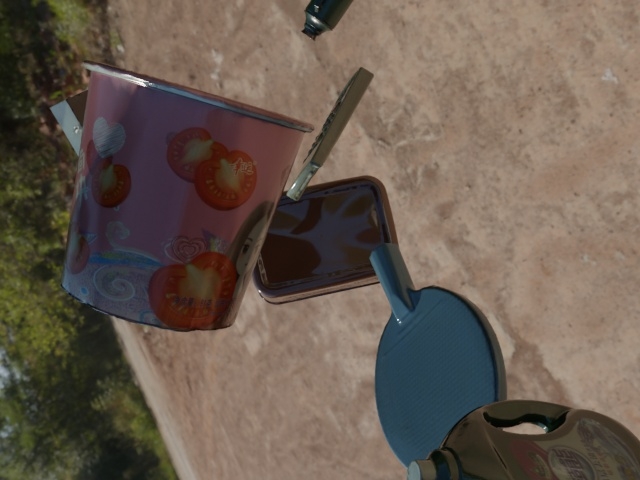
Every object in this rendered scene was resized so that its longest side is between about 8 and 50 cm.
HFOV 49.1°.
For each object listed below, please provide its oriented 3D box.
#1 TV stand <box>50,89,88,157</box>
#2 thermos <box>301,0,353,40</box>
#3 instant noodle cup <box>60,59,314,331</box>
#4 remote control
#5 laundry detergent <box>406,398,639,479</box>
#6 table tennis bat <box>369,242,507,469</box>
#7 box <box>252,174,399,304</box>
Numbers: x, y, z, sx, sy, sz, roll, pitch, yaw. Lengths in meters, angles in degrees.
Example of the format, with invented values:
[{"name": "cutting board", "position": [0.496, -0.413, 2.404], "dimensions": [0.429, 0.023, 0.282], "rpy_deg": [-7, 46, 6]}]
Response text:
[{"name": "TV stand", "position": [-0.333, -0.123, 1.167], "dimensions": [0.083, 0.088, 0.269], "rpy_deg": [-1, 121, 53]}, {"name": "thermos", "position": [0.030, -0.474, 1.361], "dimensions": [0.073, 0.187, 0.083], "rpy_deg": [30, -166, -25]}, {"name": "instant noodle cup", "position": [-0.154, -0.046, 0.741], "dimensions": [0.243, 0.243, 0.231], "rpy_deg": [29, 105, 58]}, {"name": "remote control", "position": [0.016, -0.197, 1.279], "dimensions": [0.038, 0.285, 0.123], "rpy_deg": [32, 145, -6]}, {"name": "laundry detergent", "position": [0.163, 0.181, 0.555], "dimensions": [0.137, 0.211, 0.063], "rpy_deg": [-104, 28, -51]}, {"name": "table tennis bat", "position": [0.128, 0.140, 0.879], "dimensions": [0.215, 0.044, 0.329], "rpy_deg": [-52, 40, 36]}, {"name": "box", "position": [0.000, 0.000, 1.584], "dimensions": [0.229, 0.340, 0.239], "rpy_deg": [92, 166, -83]}]
